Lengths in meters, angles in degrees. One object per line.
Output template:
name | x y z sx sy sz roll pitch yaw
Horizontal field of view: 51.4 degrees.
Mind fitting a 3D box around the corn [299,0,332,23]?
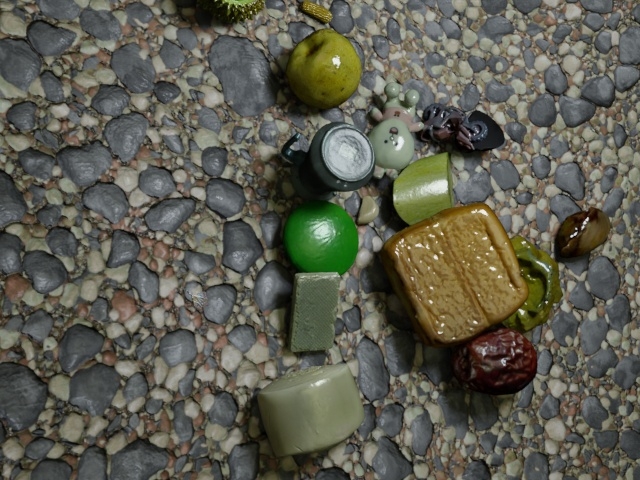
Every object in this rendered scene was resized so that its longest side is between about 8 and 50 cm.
corn | -0.012 -0.624 1.809 0.092 0.037 0.037 19 75 -19

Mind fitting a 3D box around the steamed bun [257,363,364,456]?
steamed bun | -0.012 0.406 1.585 0.250 0.155 0.199 -15 88 -22

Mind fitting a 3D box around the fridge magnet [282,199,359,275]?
fridge magnet | 0.000 0.000 1.689 0.208 0.088 0.207 3 81 -23

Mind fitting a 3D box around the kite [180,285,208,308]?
kite | -0.297 0.129 1.589 0.044 0.002 0.078 -36 97 -24

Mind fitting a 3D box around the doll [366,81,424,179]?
doll | 0.200 -0.286 1.811 0.155 0.113 0.274 12 81 1

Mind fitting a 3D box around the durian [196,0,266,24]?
durian | -0.229 -0.655 1.645 0.200 0.177 0.236 -3 89 -33

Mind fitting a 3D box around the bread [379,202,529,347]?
bread | 0.354 0.086 1.754 0.328 0.148 0.336 -28 91 -3

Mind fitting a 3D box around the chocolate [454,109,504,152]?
chocolate | 0.446 -0.308 1.936 0.149 0.080 0.125 -12 78 -16

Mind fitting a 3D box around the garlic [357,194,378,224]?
garlic | 0.130 -0.081 1.785 0.053 0.041 0.083 3 71 19

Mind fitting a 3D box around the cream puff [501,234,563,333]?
cream puff | 0.566 0.120 1.864 0.282 0.185 0.281 4 81 -25

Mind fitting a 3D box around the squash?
squash | 0.289 -0.137 1.842 0.155 0.204 0.236 -7 81 15

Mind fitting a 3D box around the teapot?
teapot | 0.010 -0.194 1.651 0.203 0.225 0.171 34 68 -14

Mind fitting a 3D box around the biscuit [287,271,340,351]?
biscuit | -0.016 0.177 1.647 0.121 0.040 0.199 0 104 -22

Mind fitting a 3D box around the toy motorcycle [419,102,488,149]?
toy motorcycle | 0.360 -0.309 1.857 0.118 0.212 0.084 -51 142 -5

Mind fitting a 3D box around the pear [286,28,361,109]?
pear | 0.016 -0.434 1.713 0.197 0.197 0.197 4 81 -23

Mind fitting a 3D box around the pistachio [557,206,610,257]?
pistachio | 0.791 -0.024 2.020 0.210 0.131 0.165 -39 138 -24

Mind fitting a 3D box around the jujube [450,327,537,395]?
jujube | 0.477 0.328 1.795 0.243 0.183 0.183 6 80 -34
